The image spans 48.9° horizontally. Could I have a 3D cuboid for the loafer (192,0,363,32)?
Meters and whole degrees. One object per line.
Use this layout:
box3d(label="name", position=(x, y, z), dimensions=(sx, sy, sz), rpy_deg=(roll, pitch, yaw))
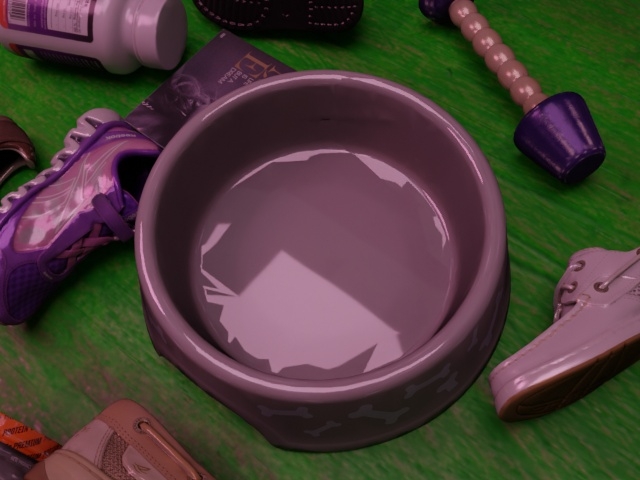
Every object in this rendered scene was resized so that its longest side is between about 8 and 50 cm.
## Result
box3d(label="loafer", position=(-0.049, -0.283, 0.818), dimensions=(0.219, 0.080, 0.078), rpy_deg=(16, 31, 15))

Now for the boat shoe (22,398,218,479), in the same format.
box3d(label="boat shoe", position=(-0.047, 0.237, 0.491), dimensions=(0.341, 0.122, 0.110), rpy_deg=(36, 46, 10))

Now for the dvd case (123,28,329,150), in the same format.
box3d(label="dvd case", position=(-0.079, -0.129, 0.756), dimensions=(0.221, 0.018, 0.164), rpy_deg=(34, 70, 21))

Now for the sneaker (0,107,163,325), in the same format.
box3d(label="sneaker", position=(-0.224, -0.021, 0.661), dimensions=(0.104, 0.095, 0.236), rpy_deg=(19, 64, 21))

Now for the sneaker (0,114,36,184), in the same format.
box3d(label="sneaker", position=(-0.380, -0.056, 0.715), dimensions=(0.188, 0.066, 0.071), rpy_deg=(-41, 66, -16))

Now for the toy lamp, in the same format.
box3d(label="toy lamp", position=(0.193, -0.173, 0.725), dimensions=(0.080, 0.080, 0.275), rpy_deg=(-23, 59, -8))

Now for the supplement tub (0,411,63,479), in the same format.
box3d(label="supplement tub", position=(-0.283, 0.221, 0.523), dimensions=(0.116, 0.117, 0.190), rpy_deg=(19, 65, 15))

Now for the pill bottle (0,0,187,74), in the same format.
box3d(label="pill bottle", position=(-0.253, -0.245, 0.786), dimensions=(0.193, 0.108, 0.108), rpy_deg=(13, 63, 11))

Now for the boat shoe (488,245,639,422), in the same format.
box3d(label="boat shoe", position=(0.238, 0.053, 0.587), dimensions=(0.277, 0.098, 0.096), rpy_deg=(-25, 61, -19))

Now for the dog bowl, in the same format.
box3d(label="dog bowl", position=(0.000, 0.000, 0.618), dimensions=(0.348, 0.102, 0.349), rpy_deg=(-1, 64, 2))
